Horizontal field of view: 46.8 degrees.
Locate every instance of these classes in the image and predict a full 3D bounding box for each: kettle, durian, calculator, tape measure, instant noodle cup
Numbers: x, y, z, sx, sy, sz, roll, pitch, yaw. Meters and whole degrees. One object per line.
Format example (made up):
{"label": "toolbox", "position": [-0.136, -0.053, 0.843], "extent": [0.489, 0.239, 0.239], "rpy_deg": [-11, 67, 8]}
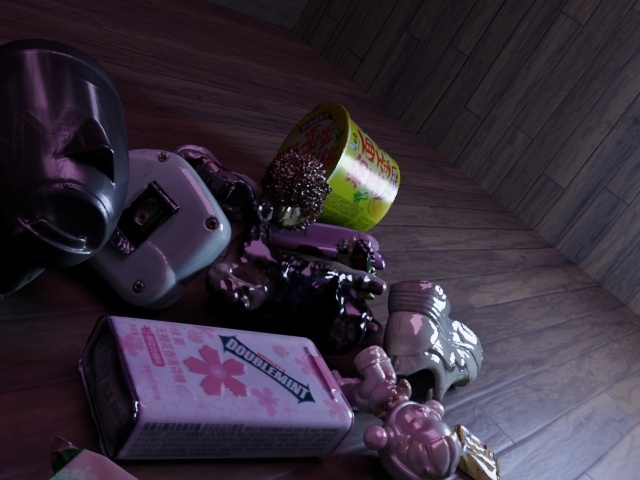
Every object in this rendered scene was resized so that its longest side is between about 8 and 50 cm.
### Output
{"label": "kettle", "position": [-0.399, -0.072, 1.009], "extent": [0.228, 0.321, 0.324], "rpy_deg": [35, 20, -42]}
{"label": "durian", "position": [-0.065, -0.122, 1.629], "extent": [0.167, 0.196, 0.196], "rpy_deg": [11, 29, -25]}
{"label": "calculator", "position": [0.000, -0.001, 1.678], "extent": [0.294, 0.043, 0.194], "rpy_deg": [12, 18, -6]}
{"label": "tape measure", "position": [-0.288, -0.027, 1.181], "extent": [0.243, 0.246, 0.125], "rpy_deg": [43, -4, 11]}
{"label": "instant noodle cup", "position": [0.043, -0.166, 1.874], "extent": [0.221, 0.311, 0.311], "rpy_deg": [30, 20, -33]}

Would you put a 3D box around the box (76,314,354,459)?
{"label": "box", "position": [-0.144, 0.213, 1.042], "extent": [0.370, 0.112, 0.190], "rpy_deg": [12, 30, -38]}

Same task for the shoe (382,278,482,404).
{"label": "shoe", "position": [0.207, 0.242, 1.431], "extent": [0.342, 0.132, 0.210], "rpy_deg": [51, 48, -44]}

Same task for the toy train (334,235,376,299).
{"label": "toy train", "position": [0.076, 0.060, 1.529], "extent": [0.085, 0.053, 0.249], "rpy_deg": [11, -23, 12]}

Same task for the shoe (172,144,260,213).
{"label": "shoe", "position": [-0.230, -0.117, 1.620], "extent": [0.228, 0.099, 0.125], "rpy_deg": [28, 19, -23]}

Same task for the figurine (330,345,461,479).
{"label": "figurine", "position": [0.122, 0.304, 1.193], "extent": [0.256, 0.144, 0.182], "rpy_deg": [46, 5, 34]}

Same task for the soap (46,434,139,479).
{"label": "soap", "position": [-0.246, 0.321, 0.687], "extent": [0.218, 0.098, 0.273], "rpy_deg": [29, 19, 8]}

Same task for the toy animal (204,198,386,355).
{"label": "toy animal", "position": [-0.043, 0.105, 1.304], "extent": [0.344, 0.194, 0.302], "rpy_deg": [29, 16, -3]}

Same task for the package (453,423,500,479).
{"label": "package", "position": [0.282, 0.395, 1.339], "extent": [0.121, 0.031, 0.108], "rpy_deg": [39, 22, 0]}
